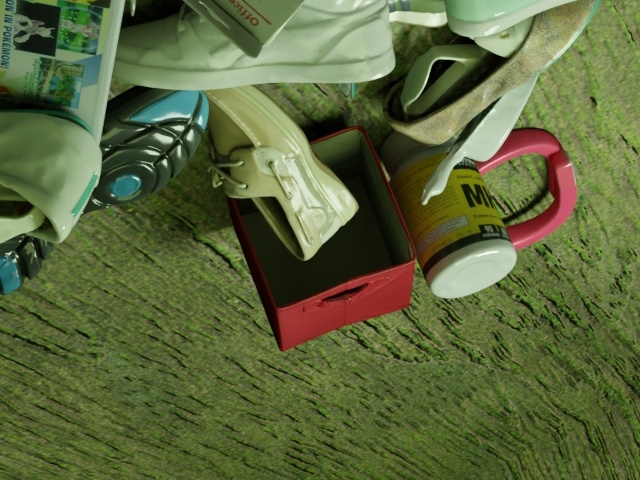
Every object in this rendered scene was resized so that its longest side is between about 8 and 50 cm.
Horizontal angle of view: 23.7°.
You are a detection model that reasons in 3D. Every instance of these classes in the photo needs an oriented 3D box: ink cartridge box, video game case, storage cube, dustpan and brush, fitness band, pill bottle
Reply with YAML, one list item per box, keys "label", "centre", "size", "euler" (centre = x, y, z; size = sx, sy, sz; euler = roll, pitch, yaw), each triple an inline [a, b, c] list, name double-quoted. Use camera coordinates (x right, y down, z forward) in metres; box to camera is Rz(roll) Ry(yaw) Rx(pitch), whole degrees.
- label: "ink cartridge box"
  centre: [-0.059, -0.237, 1.339]
  size: [0.060, 0.104, 0.180]
  euler: [-45, -169, 25]
- label: "video game case"
  centre: [-0.322, -0.204, 1.313]
  size: [0.300, 0.036, 0.329]
  euler: [10, 146, -9]
- label: "storage cube"
  centre: [0.000, 0.000, 1.888]
  size: [0.183, 0.215, 0.193]
  euler: [-20, 161, -6]
- label: "dustpan and brush"
  centre: [0.185, -0.124, 1.844]
  size: [0.060, 0.211, 0.147]
  euler: [27, 163, -7]
- label: "fitness band"
  centre: [0.254, -0.061, 2.150]
  size: [0.209, 0.054, 0.291]
  euler: [-20, 153, 2]
- label: "pill bottle"
  centre: [0.155, -0.043, 1.918]
  size: [0.119, 0.208, 0.119]
  euler: [-18, 154, -9]

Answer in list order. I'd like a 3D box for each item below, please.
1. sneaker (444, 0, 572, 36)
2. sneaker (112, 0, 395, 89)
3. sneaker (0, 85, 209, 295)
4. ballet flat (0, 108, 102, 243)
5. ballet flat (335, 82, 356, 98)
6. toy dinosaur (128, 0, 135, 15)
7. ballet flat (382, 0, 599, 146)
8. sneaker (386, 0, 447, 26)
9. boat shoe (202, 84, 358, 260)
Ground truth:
- label: "sneaker"
  centre: [0.236, -0.325, 1.582]
  size: [0.256, 0.094, 0.151]
  euler: [-30, 134, -22]
- label: "sneaker"
  centre: [-0.077, -0.242, 1.503]
  size: [0.292, 0.108, 0.169]
  euler: [-3, 123, 4]
- label: "sneaker"
  centre: [-0.272, -0.085, 1.602]
  size: [0.341, 0.139, 0.125]
  euler: [-33, 142, 13]
- label: "ballet flat"
  centre: [-0.403, -0.054, 1.399]
  size: [0.400, 0.139, 0.139]
  euler: [1, 154, 5]
- label: "ballet flat"
  centre: [0.025, -0.201, 1.721]
  size: [0.041, 0.041, 0.114]
  euler: [-16, 153, -12]
- label: "toy dinosaur"
  centre: [-0.121, -0.334, 1.293]
  size: [0.313, 0.121, 0.160]
  euler: [-35, 164, 14]
- label: "ballet flat"
  centre: [0.184, -0.213, 1.746]
  size: [0.106, 0.107, 0.316]
  euler: [15, 136, -35]
- label: "sneaker"
  centre: [0.068, -0.270, 1.594]
  size: [0.192, 0.064, 0.086]
  euler: [-6, 142, -30]
- label: "boat shoe"
  centre: [-0.071, -0.087, 1.681]
  size: [0.098, 0.109, 0.302]
  euler: [-51, 133, -10]
